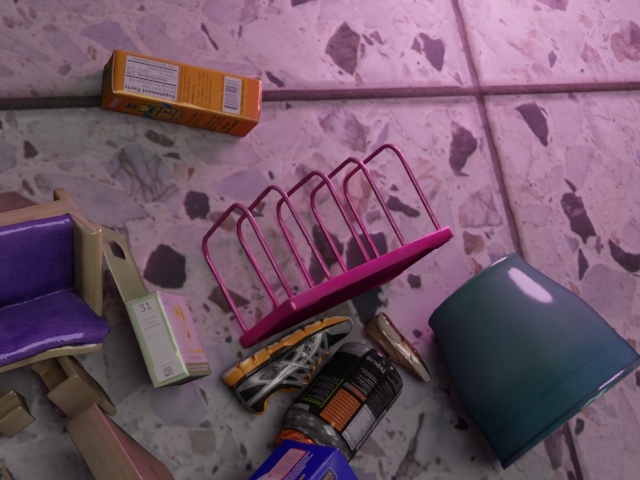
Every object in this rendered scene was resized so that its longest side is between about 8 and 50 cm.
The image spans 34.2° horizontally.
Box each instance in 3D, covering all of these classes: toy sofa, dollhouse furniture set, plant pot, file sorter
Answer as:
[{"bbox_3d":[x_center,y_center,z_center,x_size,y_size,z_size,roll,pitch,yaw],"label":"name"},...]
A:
[{"bbox_3d":[-0.446,0.070,1.281,0.363,0.150,0.177,-15,40,-29],"label":"toy sofa"},{"bbox_3d":[-0.352,0.354,1.317,0.303,0.198,0.286,-38,51,-7],"label":"dollhouse furniture set"},{"bbox_3d":[0.310,0.170,1.608,0.272,0.271,0.255,-29,72,-31],"label":"plant pot"},{"bbox_3d":[0.000,0.000,1.537,0.291,0.202,0.182,-23,81,-30],"label":"file sorter"}]

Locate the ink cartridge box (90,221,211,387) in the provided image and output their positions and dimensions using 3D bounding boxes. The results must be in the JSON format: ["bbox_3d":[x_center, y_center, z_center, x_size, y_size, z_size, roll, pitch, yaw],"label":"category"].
[{"bbox_3d":[-0.226,0.083,1.416,0.056,0.171,0.235,-21,82,2],"label":"ink cartridge box"}]

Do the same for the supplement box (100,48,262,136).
[{"bbox_3d":[-0.210,-0.221,1.578,0.234,0.078,0.080,11,72,-22],"label":"supplement box"}]

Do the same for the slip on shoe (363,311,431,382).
[{"bbox_3d":[0.122,0.174,1.629,0.041,0.051,0.135,-38,102,9],"label":"slip on shoe"}]

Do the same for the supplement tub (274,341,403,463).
[{"bbox_3d":[0.024,0.249,1.511,0.117,0.117,0.190,46,60,-6],"label":"supplement tub"}]

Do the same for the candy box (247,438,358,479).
[{"bbox_3d":[-0.021,0.467,1.356,0.268,0.122,0.317,-44,116,-32],"label":"candy box"}]

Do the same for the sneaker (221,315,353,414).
[{"bbox_3d":[-0.039,0.178,1.529,0.215,0.084,0.083,-29,88,-20],"label":"sneaker"}]
